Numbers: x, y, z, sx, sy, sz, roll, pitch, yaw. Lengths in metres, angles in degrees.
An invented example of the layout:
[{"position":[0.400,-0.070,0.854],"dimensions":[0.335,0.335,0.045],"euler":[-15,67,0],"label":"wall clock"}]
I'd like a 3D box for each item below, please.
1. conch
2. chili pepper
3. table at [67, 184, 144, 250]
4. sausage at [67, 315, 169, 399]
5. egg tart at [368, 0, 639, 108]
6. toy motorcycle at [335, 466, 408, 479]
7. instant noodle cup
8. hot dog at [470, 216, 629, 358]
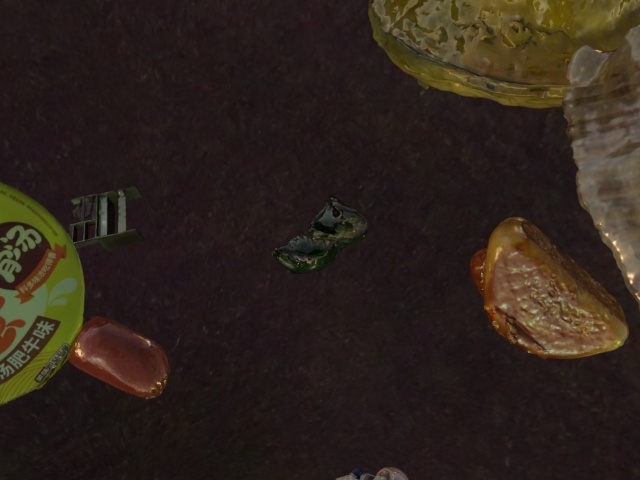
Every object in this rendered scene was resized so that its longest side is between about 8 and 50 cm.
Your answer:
[{"position":[0.310,-0.034,0.398],"dimensions":[0.297,0.210,0.352],"euler":[26,43,-20],"label":"conch"},{"position":[-0.003,0.007,1.363],"dimensions":[0.148,0.116,0.264],"euler":[28,40,24],"label":"chili pepper"},{"position":[-0.548,-0.052,1.508],"dimensions":[0.175,0.062,0.146],"euler":[-14,56,1],"label":"table"},{"position":[-0.473,0.271,1.389],"dimensions":[0.254,0.148,0.148],"euler":[25,63,-7],"label":"sausage"},{"position":[0.276,-0.354,0.783],"dimensions":[0.443,0.178,0.443],"euler":[-1,52,1],"label":"egg tart"},{"position":[0.084,0.537,1.218],"dimensions":[0.112,0.254,0.112],"euler":[22,51,-29],"label":"toy motorcycle"},{"position":[-0.484,0.058,0.797],"dimensions":[0.311,0.221,0.311],"euler":[-3,98,-24],"label":"instant noodle cup"},{"position":[0.353,0.094,0.959],"dimensions":[0.256,0.153,0.150],"euler":[43,30,4],"label":"hot dog"}]
